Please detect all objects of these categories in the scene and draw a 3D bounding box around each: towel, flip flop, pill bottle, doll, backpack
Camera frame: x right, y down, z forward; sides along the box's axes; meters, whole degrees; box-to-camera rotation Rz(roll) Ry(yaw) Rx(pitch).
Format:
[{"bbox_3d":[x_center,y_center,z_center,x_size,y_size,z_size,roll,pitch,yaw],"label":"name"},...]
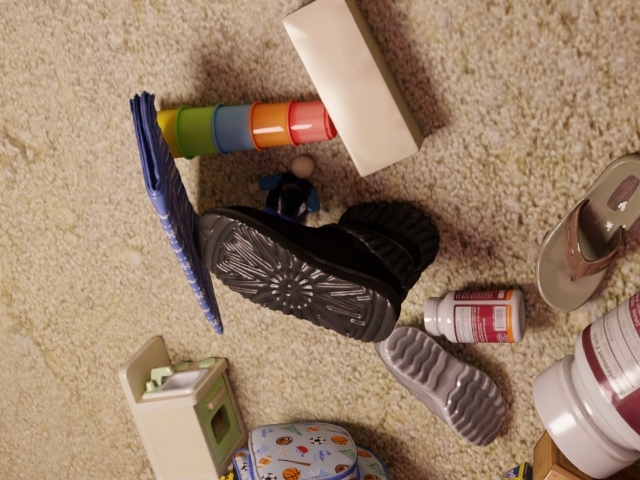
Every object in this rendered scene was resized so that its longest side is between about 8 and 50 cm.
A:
[{"bbox_3d":[-0.215,-0.042,1.724,0.040,0.243,0.336,-18,137,0],"label":"towel"},{"bbox_3d":[0.415,-0.006,1.682,0.112,0.080,0.277,34,117,3],"label":"flip flop"},{"bbox_3d":[0.248,0.121,1.786,0.152,0.086,0.086,-1,111,19],"label":"pill bottle"},{"bbox_3d":[-0.062,-0.058,1.835,0.129,0.046,0.189,29,118,4],"label":"doll"},{"bbox_3d":[0.522,0.177,1.642,0.224,0.224,0.392,47,117,-4],"label":"pill bottle"},{"bbox_3d":[-0.013,0.433,1.910,0.264,0.276,0.213,2,117,-12],"label":"backpack"}]

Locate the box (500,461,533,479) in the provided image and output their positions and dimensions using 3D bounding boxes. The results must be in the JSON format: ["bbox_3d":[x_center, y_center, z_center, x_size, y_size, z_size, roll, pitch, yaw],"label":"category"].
[{"bbox_3d":[0.376,0.464,1.899,0.054,0.059,0.169,-36,97,25],"label":"box"}]

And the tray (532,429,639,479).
[{"bbox_3d":[0.532,0.444,1.756,0.411,0.203,0.076,30,105,4],"label":"tray"}]

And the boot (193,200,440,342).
[{"bbox_3d":[0.000,0.004,1.721,0.348,0.260,0.131,27,128,2],"label":"boot"}]

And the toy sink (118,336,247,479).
[{"bbox_3d":[-0.236,0.294,1.978,0.131,0.153,0.234,-10,107,21],"label":"toy sink"}]

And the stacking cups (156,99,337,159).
[{"bbox_3d":[-0.132,-0.183,1.780,0.316,0.096,0.096,-5,110,19],"label":"stacking cups"}]

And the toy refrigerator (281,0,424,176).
[{"bbox_3d":[0.053,-0.245,1.698,0.102,0.094,0.269,-25,103,18],"label":"toy refrigerator"}]

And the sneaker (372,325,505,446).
[{"bbox_3d":[0.199,0.231,1.853,0.105,0.115,0.281,-47,108,-11],"label":"sneaker"}]

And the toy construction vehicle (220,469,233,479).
[{"bbox_3d":[-0.164,0.475,2.098,0.098,0.035,0.085,13,104,10],"label":"toy construction vehicle"}]
